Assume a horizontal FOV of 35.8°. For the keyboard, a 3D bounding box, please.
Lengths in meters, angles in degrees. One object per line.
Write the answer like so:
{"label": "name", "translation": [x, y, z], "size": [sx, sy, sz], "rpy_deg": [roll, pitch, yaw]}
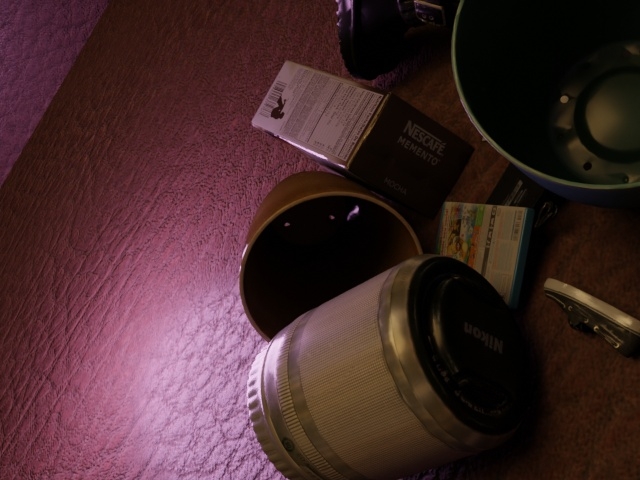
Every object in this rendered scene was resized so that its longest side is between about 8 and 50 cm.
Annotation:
{"label": "keyboard", "translation": [0.243, -0.042, 1.179], "size": [0.180, 0.023, 0.108], "rpy_deg": [-63, 32, 28]}

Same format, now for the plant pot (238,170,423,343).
{"label": "plant pot", "translation": [0.000, 0.000, 1.358], "size": [0.237, 0.237, 0.254], "rpy_deg": [-51, 20, 14]}

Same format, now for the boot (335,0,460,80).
{"label": "boot", "translation": [0.161, -0.329, 1.420], "size": [0.260, 0.348, 0.131], "rpy_deg": [11, 69, 11]}

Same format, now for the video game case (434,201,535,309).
{"label": "video game case", "translation": [0.193, 0.015, 1.209], "size": [0.166, 0.015, 0.119], "rpy_deg": [9, 89, 61]}

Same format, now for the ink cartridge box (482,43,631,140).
{"label": "ink cartridge box", "translation": [0.311, -0.206, 1.243], "size": [0.189, 0.066, 0.232], "rpy_deg": [-67, 13, -7]}

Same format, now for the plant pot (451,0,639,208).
{"label": "plant pot", "translation": [0.301, -0.164, 0.993], "size": [0.293, 0.235, 0.292], "rpy_deg": [-4, 77, 20]}

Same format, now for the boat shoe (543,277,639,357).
{"label": "boat shoe", "translation": [0.285, 0.080, 1.055], "size": [0.142, 0.049, 0.040], "rpy_deg": [32, 93, 54]}

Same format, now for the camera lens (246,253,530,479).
{"label": "camera lens", "translation": [0.078, 0.155, 1.117], "size": [0.274, 0.219, 0.219], "rpy_deg": [-30, 45, 38]}

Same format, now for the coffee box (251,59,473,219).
{"label": "coffee box", "translation": [0.052, -0.150, 1.418], "size": [0.118, 0.168, 0.297], "rpy_deg": [-61, 35, 1]}
